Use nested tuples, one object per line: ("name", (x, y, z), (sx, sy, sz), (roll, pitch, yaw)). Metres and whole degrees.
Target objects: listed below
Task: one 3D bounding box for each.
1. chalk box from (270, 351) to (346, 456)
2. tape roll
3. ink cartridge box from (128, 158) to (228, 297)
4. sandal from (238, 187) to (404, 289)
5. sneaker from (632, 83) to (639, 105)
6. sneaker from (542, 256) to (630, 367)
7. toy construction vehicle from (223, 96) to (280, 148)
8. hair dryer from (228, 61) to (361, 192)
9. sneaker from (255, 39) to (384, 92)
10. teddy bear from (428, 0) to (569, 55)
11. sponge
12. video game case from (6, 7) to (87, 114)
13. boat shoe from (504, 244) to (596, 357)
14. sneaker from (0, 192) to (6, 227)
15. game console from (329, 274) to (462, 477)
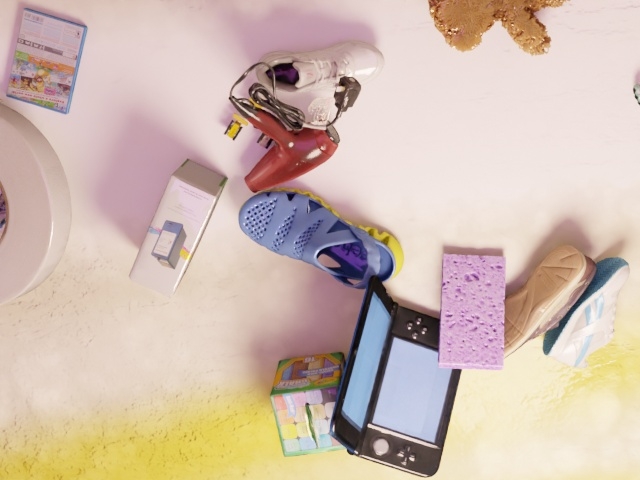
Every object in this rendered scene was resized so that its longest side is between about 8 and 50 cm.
("chalk box", (-0.015, 0.312, 1.941), (0.132, 0.213, 0.132), (-9, 104, 7))
("tape roll", (-0.642, -0.069, 1.923), (0.391, 0.072, 0.392), (4, 103, 17))
("ink cartridge box", (-0.257, -0.024, 1.899), (0.093, 0.154, 0.212), (26, 105, -4))
("sandal", (0.000, 0.000, 1.895), (0.317, 0.138, 0.126), (19, 108, 1))
("sneaker", (0.594, -0.246, 1.826), (0.069, 0.038, 0.098), (-34, 109, 11))
("sneaker", (0.502, 0.131, 1.919), (0.092, 0.087, 0.229), (26, 113, -10))
("toy construction vehicle", (-0.116, -0.214, 1.900), (0.085, 0.035, 0.098), (32, 114, -3))
("hair dryer", (-0.070, -0.196, 1.832), (0.223, 0.080, 0.294), (5, 135, -16))
("sneaker", (-0.004, -0.292, 1.823), (0.232, 0.115, 0.090), (-8, 105, 7))
("teddy bear", (0.339, -0.443, 1.769), (0.338, 0.113, 0.245), (-42, 105, 7))
("sponge", (0.276, 0.129, 1.901), (0.117, 0.031, 0.210), (4, 71, 3))
("video game case", (-0.500, -0.326, 1.910), (0.119, 0.015, 0.166), (17, 106, 0))
("boat shoe", (0.395, 0.130, 1.916), (0.092, 0.103, 0.285), (20, 118, -35))
("sneaker", (-0.576, -0.073, 1.974), (0.135, 0.052, 0.058), (-35, 107, 22))
("game console", (0.146, 0.245, 1.853), (0.250, 0.173, 0.293), (19, 72, -9))
